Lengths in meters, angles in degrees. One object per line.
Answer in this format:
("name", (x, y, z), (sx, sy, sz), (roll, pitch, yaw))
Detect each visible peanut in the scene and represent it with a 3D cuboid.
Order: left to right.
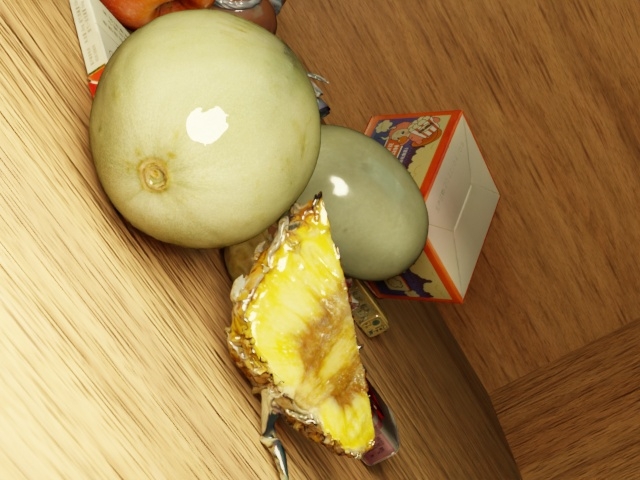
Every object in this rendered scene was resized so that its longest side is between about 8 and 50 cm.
("peanut", (-0.106, 0.004, 1.148), (0.193, 0.089, 0.089), (60, 8, 21))

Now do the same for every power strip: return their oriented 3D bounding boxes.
("power strip", (0.072, 0.118, 1.784), (0.305, 0.064, 0.044), (53, 15, -38))

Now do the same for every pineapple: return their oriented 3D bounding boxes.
("pineapple", (-0.052, 0.129, 0.965), (0.158, 0.161, 0.335), (-20, 96, -40))

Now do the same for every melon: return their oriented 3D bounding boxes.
("melon", (-0.123, -0.120, 0.903), (0.272, 0.271, 0.308), (52, 18, -41))

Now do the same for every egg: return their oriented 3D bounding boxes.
("egg", (0.055, -0.073, 1.598), (0.352, 0.258, 0.258), (44, 13, -10))

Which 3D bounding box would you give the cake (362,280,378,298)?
("cake", (0.145, 0.023, 2.219), (0.283, 0.151, 0.177), (60, 23, -11))

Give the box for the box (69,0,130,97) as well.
("box", (-0.264, -0.218, 1.093), (0.139, 0.035, 0.245), (48, 16, -54))

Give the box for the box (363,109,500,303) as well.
("box", (0.228, -0.080, 1.975), (0.318, 0.256, 0.349), (53, 51, -40))

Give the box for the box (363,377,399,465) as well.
("box", (0.035, 0.229, 1.258), (0.224, 0.069, 0.120), (55, 12, -26))

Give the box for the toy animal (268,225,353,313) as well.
("toy animal", (-0.033, 0.081, 1.316), (0.312, 0.097, 0.157), (62, 21, -8))

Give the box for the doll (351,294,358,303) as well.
("doll", (0.004, 0.080, 1.575), (0.114, 0.057, 0.227), (48, 1, 22))

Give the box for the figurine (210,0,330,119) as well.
("figurine", (-0.130, -0.412, 1.767), (0.388, 0.248, 0.276), (59, 16, 1))

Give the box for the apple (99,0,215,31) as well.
("apple", (-0.253, -0.421, 1.213), (0.218, 0.218, 0.201), (7, 61, -78))
